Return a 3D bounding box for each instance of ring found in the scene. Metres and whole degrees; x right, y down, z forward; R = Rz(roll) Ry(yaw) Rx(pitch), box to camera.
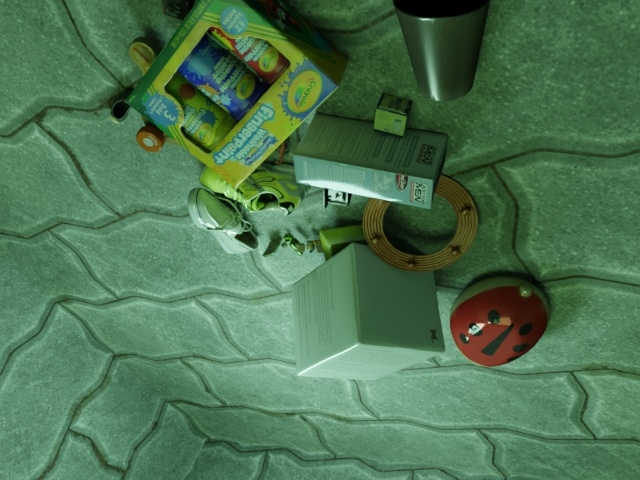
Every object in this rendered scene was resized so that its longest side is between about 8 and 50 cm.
[{"bbox_3d":[0.291,-0.043,1.837,0.336,0.032,0.337,3,120,6],"label":"ring"}]

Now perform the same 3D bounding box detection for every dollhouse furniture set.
[{"bbox_3d":[-0.129,0.032,2.223,0.151,0.076,0.058,-17,127,40],"label":"dollhouse furniture set"}]

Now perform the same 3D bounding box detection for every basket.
[{"bbox_3d":[0.270,-0.435,1.383,0.204,0.154,0.227,9,144,20],"label":"basket"}]

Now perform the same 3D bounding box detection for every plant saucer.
[{"bbox_3d":[0.102,0.032,2.069,0.188,0.045,0.188,-8,137,4],"label":"plant saucer"}]

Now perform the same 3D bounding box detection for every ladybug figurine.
[{"bbox_3d":[0.582,0.285,2.075,0.305,0.162,0.449,20,143,6],"label":"ladybug figurine"}]

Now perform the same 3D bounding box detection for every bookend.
[{"bbox_3d":[0.089,-0.161,1.858,0.156,0.072,0.157,10,140,8],"label":"bookend"}]

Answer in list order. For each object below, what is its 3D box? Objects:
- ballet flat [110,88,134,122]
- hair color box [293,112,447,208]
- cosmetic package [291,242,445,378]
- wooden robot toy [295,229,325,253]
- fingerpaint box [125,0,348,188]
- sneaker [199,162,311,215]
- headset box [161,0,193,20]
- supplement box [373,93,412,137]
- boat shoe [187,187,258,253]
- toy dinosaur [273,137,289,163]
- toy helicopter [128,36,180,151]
[{"bbox_3d":[-0.627,-0.418,1.967,0.057,0.049,0.173,38,141,-16],"label":"ballet flat"},{"bbox_3d":[0.135,-0.218,1.684,0.374,0.185,0.114,12,141,15],"label":"hair color box"},{"bbox_3d":[0.143,0.250,2.054,0.329,0.327,0.393,11,151,-29],"label":"cosmetic package"},{"bbox_3d":[0.000,0.000,2.137,0.173,0.076,0.079,0,102,-5],"label":"wooden robot toy"},{"bbox_3d":[-0.217,-0.403,1.596,0.371,0.163,0.445,39,128,-19],"label":"fingerpaint box"},{"bbox_3d":[-0.228,-0.173,1.969,0.384,0.147,0.145,7,142,25],"label":"sneaker"},{"bbox_3d":[-0.370,-0.607,1.613,0.083,0.032,0.062,19,143,4],"label":"headset box"},{"bbox_3d":[0.188,-0.324,1.633,0.083,0.056,0.083,16,143,10],"label":"supplement box"},{"bbox_3d":[-0.307,-0.062,2.142,0.156,0.136,0.367,-3,147,21],"label":"boat shoe"},{"bbox_3d":[-0.121,-0.267,1.860,0.047,0.090,0.082,10,98,2],"label":"toy dinosaur"},{"bbox_3d":[-0.442,-0.417,1.800,0.235,0.140,0.355,5,138,17],"label":"toy helicopter"}]
